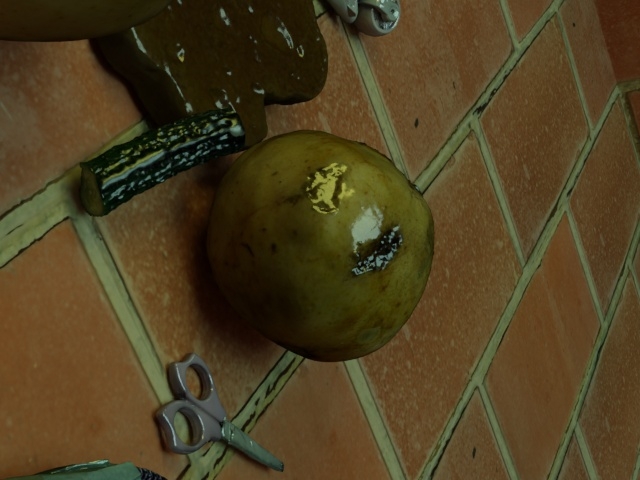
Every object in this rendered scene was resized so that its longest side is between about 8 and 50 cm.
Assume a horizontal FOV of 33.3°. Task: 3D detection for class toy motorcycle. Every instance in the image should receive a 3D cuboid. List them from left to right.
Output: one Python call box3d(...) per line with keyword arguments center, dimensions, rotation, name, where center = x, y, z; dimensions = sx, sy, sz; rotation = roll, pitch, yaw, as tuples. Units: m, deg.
box3d(center=(0.033, -0.383, 1.483), dimensions=(0.254, 0.112, 0.112), rotation=(57, 38, -36), name="toy motorcycle")

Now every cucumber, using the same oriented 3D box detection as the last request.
box3d(center=(-0.155, -0.084, 1.056), dimensions=(0.187, 0.058, 0.058), rotation=(-31, 109, -37), name="cucumber")

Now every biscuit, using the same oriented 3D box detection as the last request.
box3d(center=(-0.119, -0.274, 1.196), dimensions=(0.381, 0.074, 0.359), rotation=(43, 53, -46), name="biscuit")

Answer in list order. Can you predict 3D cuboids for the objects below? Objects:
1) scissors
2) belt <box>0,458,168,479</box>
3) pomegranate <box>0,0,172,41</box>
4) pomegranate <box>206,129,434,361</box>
box3d(center=(-0.102, 0.205, 1.148), dimensions=(0.212, 0.021, 0.110), rotation=(46, 41, -43), name="scissors")
box3d(center=(-0.208, 0.316, 0.846), dimensions=(0.325, 0.122, 0.260), rotation=(-48, 127, -54), name="belt")
box3d(center=(-0.218, -0.318, 0.807), dimensions=(0.342, 0.342, 0.342), rotation=(24, 62, -55), name="pomegranate")
box3d(center=(0.000, 0.000, 1.177), dimensions=(0.260, 0.260, 0.260), rotation=(24, 62, -55), name="pomegranate")
